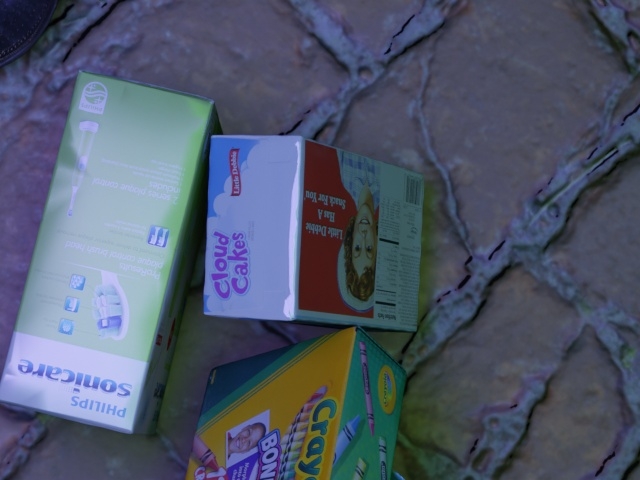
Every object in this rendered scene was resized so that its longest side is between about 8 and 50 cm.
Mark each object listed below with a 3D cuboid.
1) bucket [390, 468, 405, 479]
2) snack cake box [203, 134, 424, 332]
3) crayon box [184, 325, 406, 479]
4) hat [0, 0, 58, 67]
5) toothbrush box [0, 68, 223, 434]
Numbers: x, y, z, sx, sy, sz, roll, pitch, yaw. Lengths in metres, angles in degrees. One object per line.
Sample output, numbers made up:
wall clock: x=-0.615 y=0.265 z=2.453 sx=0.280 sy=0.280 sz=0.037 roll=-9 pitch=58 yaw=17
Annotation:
bucket: x=0.037 y=0.350 z=1.563 sx=0.281 sy=0.281 sz=0.183 roll=-52 pitch=127 yaw=-10
snack cake box: x=0.000 y=0.000 z=1.596 sx=0.089 sy=0.264 sz=0.152 roll=2 pitch=85 yaw=26
crayon box: x=-0.032 y=0.220 z=1.529 sx=0.081 sy=0.165 sz=0.278 roll=44 pitch=42 yaw=-36
hat: x=-0.363 y=-0.293 z=1.562 sx=0.331 sy=0.134 sz=0.331 roll=0 pitch=95 yaw=6
toothbrush box: x=-0.174 y=0.017 z=1.576 sx=0.122 sy=0.206 sz=0.283 roll=14 pitch=83 yaw=1
